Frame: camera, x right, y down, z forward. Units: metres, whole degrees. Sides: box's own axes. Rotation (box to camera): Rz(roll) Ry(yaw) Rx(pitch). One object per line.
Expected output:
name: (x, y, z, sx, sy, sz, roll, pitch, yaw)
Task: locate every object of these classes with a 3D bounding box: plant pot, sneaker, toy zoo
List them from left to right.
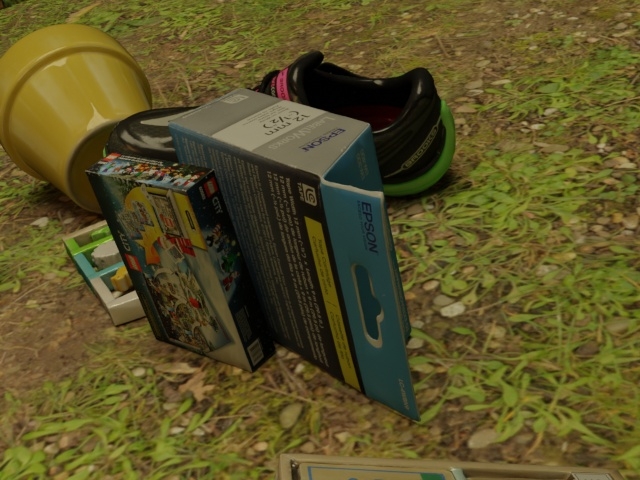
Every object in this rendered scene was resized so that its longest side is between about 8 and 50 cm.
plant pot: (-0.359, -0.171, 1.492, 0.254, 0.254, 0.239, -24, 46, -20)
toy zoo: (-0.216, 0.022, 1.279, 0.192, 0.030, 0.293, -24, 30, -19)
sneaker: (-0.061, -0.166, 1.315, 0.482, 0.202, 0.185, -5, 48, 4)

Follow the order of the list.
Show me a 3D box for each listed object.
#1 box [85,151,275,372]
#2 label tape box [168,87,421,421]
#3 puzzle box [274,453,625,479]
box: (-0.148, 0.023, 1.036, 0.159, 0.233, 0.044, 13, 42, 39)
label tape box: (0.000, 0.000, 0.997, 0.115, 0.249, 0.347, -31, 33, -29)
puzzle box: (0.114, 0.240, 0.550, 0.272, 0.052, 0.409, 4, 14, -7)
